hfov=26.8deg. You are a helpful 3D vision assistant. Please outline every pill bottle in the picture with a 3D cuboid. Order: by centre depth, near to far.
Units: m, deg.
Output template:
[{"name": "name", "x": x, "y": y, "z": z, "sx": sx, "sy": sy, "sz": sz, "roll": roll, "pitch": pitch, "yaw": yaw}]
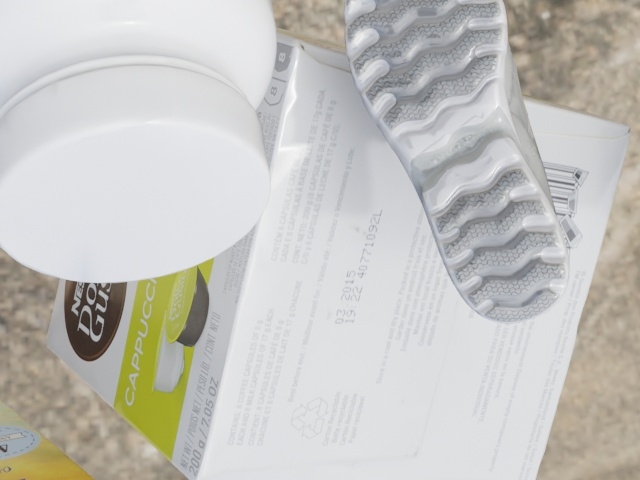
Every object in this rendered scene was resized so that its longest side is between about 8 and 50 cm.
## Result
[{"name": "pill bottle", "x": -0.082, "y": -0.099, "z": 0.483, "sx": 0.121, "sy": 0.216, "sz": 0.121, "roll": -11, "pitch": 149, "yaw": -7}]

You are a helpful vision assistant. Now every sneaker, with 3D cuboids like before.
[{"name": "sneaker", "x": 0.087, "y": -0.081, "z": 0.899, "sx": 0.105, "sy": 0.281, "sz": 0.115, "roll": -15, "pitch": 178, "yaw": 9}]

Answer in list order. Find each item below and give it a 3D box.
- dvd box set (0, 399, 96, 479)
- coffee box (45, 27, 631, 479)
[{"name": "dvd box set", "x": -0.387, "y": 0.169, "z": 1.051, "sx": 0.307, "sy": 0.420, "sz": 0.062, "roll": -4, "pitch": 112, "yaw": -42}, {"name": "coffee box", "x": 0.000, "y": 0.000, "z": 1.166, "sx": 0.338, "sy": 0.334, "sz": 0.338, "roll": 8, "pitch": 101, "yaw": -33}]
